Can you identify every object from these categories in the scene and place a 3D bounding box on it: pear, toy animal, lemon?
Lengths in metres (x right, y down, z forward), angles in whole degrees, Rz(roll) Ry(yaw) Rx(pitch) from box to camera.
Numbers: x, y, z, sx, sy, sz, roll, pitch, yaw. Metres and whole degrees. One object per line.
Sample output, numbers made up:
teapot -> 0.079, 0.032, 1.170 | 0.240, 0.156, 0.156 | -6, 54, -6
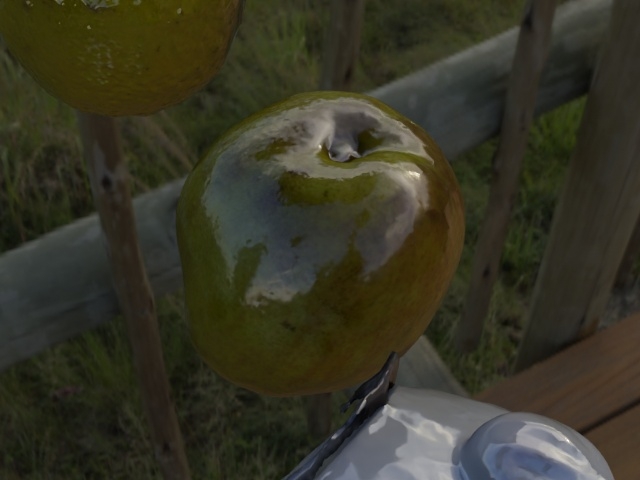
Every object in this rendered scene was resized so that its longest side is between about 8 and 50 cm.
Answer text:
pear -> 0.000, 0.000, 0.728 | 0.199, 0.200, 0.200 | 1, 51, -1
toy animal -> 0.007, 0.171, 0.503 | 0.208, 0.325, 0.154 | -39, 85, -23
lemon -> -0.193, -0.257, 1.097 | 0.253, 0.310, 0.254 | 6, 55, -9
